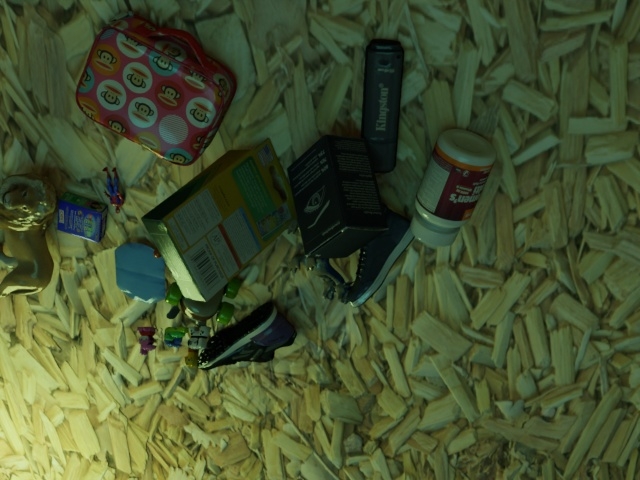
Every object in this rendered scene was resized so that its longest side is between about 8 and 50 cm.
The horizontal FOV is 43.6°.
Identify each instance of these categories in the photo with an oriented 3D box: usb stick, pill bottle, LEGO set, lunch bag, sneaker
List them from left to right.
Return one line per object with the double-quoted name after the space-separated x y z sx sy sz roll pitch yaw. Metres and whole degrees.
-0.328 -0.317 1.621 0.293 0.120 0.258 30 124 -6 "lunch bag"
-0.348 0.265 1.987 0.227 0.093 0.087 -5 164 33 "LEGO set"
-0.182 0.273 1.982 0.283 0.107 0.124 -32 116 29 "sneaker"
0.083 0.016 1.715 0.163 0.086 0.226 35 86 -12 "sneaker"
0.120 -0.260 1.592 0.077 0.045 0.278 8 123 10 "usb stick"
0.261 -0.103 1.613 0.121 0.121 0.221 18 125 2 "pill bottle"

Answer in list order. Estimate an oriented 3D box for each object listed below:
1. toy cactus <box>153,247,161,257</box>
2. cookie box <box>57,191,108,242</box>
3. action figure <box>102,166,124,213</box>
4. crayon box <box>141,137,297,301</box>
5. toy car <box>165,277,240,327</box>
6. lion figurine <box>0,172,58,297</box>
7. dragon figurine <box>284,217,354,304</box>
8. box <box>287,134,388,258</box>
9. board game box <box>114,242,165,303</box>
-0.276 0.009 1.811 0.180 0.112 0.219 25 166 -39 "toy cactus"
-0.564 -0.055 1.897 0.107 0.040 0.091 18 125 2 "cookie box"
-0.478 -0.112 1.848 0.038 0.030 0.115 1 124 8 "action figure"
-0.197 -0.049 1.680 0.083 0.323 0.203 5 128 44 "crayon box"
-0.301 0.156 1.920 0.155 0.149 0.188 23 137 -14 "toy car"
-0.712 0.002 1.921 0.240 0.142 0.392 7 130 12 "lion figurine"
0.000 0.000 1.751 0.085 0.144 0.289 -11 82 34 "dragon figurine"
0.031 -0.085 1.602 0.108 0.207 0.153 1 158 -35 "box"
-0.433 0.073 1.955 0.133 0.033 0.168 11 119 13 "board game box"
